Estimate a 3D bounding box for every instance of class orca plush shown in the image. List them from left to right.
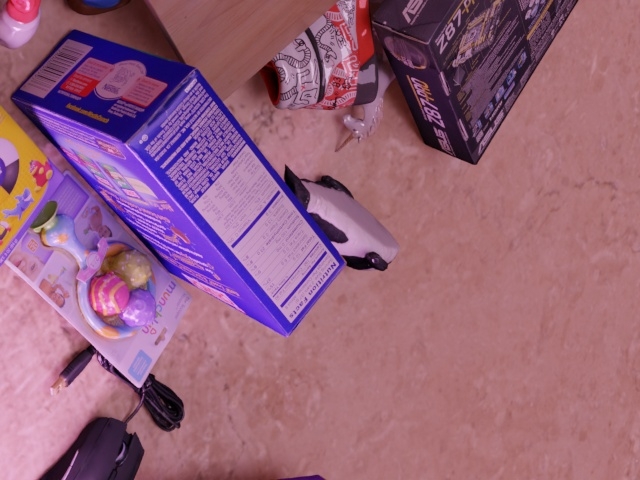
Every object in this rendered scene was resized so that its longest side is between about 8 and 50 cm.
[{"bbox_3d":[0.000,0.000,2.023,0.102,0.151,0.287,-39,167,13],"label":"orca plush"}]

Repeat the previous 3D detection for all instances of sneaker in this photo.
[{"bbox_3d":[-0.020,-0.289,1.954,0.145,0.090,0.270,-9,92,-17],"label":"sneaker"}]

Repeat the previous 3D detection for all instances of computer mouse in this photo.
[{"bbox_3d":[-0.271,0.243,1.895,0.262,0.060,0.184,-48,127,-21],"label":"computer mouse"}]

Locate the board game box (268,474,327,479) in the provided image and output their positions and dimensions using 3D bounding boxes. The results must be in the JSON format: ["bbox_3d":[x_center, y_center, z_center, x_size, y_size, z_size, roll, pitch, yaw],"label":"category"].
[{"bbox_3d":[-0.072,0.525,1.899,0.356,0.356,0.356,0,111,-40],"label":"board game box"}]

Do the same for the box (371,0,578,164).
[{"bbox_3d":[0.236,-0.335,2.084,0.395,0.097,0.318,-57,155,-13],"label":"box"}]

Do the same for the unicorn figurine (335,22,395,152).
[{"bbox_3d":[0.061,-0.203,2.065,0.162,0.060,0.111,-47,122,-18],"label":"unicorn figurine"}]

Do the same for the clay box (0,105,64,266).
[{"bbox_3d":[-0.369,-0.081,1.697,0.127,0.053,0.222,-57,148,-14],"label":"clay box"}]

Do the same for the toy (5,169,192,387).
[{"bbox_3d":[-0.238,0.045,1.854,0.237,0.056,0.137,46,58,-28],"label":"toy"}]

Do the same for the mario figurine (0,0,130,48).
[{"bbox_3d":[-0.327,-0.321,1.660,0.320,0.170,0.198,3,63,-62],"label":"mario figurine"}]

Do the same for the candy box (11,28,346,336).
[{"bbox_3d":[-0.153,-0.065,1.781,0.122,0.268,0.317,-48,127,-15],"label":"candy box"}]

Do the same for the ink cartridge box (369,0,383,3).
[{"bbox_3d":[0.073,-0.388,2.001,0.061,0.104,0.181,-12,109,-39],"label":"ink cartridge box"}]

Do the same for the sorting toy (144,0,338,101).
[{"bbox_3d":[-0.085,-0.314,1.804,0.257,0.089,0.255,-42,153,-7],"label":"sorting toy"}]
